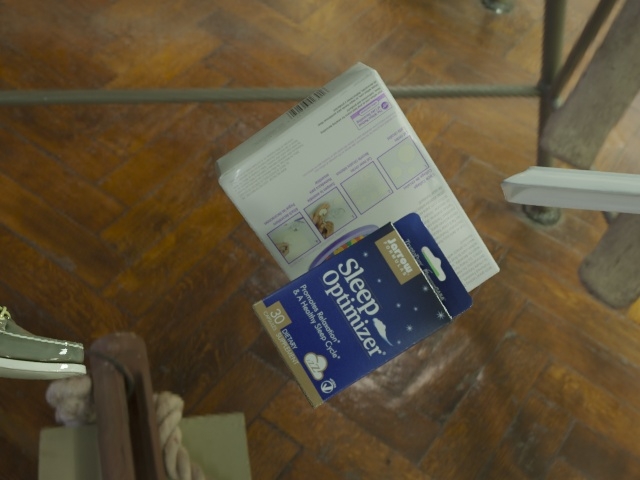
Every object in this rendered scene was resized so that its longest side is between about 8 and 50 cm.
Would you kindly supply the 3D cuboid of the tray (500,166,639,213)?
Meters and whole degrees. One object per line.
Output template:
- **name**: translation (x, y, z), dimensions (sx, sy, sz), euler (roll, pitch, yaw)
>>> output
- **tray**: translation (0.347, -0.055, 1.020), dimensions (0.271, 0.145, 0.030), euler (6, 87, 15)

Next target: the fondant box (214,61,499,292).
- **fondant box**: translation (0.050, -0.030, 1.182), dimensions (0.238, 0.330, 0.096), euler (-35, 20, 1)

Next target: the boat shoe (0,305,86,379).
- **boat shoe**: translation (-0.444, 0.118, 1.122), dimensions (0.305, 0.109, 0.091), euler (7, 72, -5)

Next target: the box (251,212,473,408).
- **box**: translation (0.052, 0.074, 1.020), dimensions (0.225, 0.036, 0.136), euler (-31, 85, -8)
